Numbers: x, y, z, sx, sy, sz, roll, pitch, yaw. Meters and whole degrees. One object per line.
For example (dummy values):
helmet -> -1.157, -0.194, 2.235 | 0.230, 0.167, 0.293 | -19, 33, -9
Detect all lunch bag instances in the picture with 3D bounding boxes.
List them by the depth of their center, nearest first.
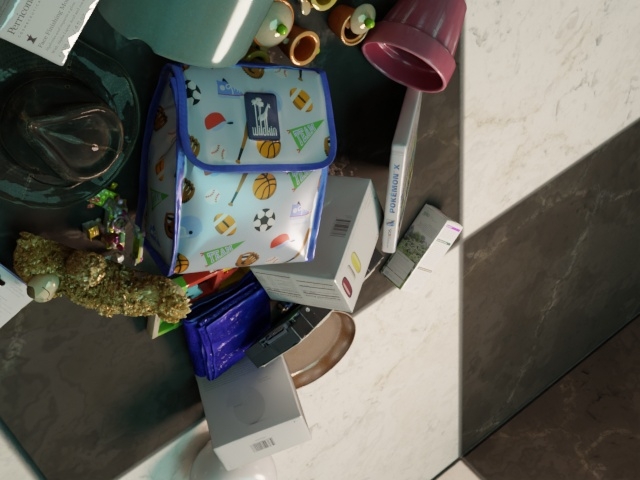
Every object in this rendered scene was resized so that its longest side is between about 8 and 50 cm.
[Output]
lunch bag -> -0.158, -0.145, 1.607 | 0.328, 0.239, 0.385 | -4, 117, -32

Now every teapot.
teapot -> -0.235, 0.606, 2.301 | 0.252, 0.187, 0.256 | 24, 132, -33

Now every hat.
hat -> -0.425, -0.175, 1.381 | 0.331, 0.134, 0.331 | -18, 124, -29

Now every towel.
towel -> -0.205, 0.205, 1.986 | 0.227, 0.076, 0.308 | -31, 155, -20

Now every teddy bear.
teddy bear -> -0.399, 0.089, 1.556 | 0.338, 0.245, 0.113 | 22, 78, -25

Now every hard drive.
hard drive -> -0.013, 0.155, 2.031 | 0.339, 0.064, 0.237 | -41, -179, -39

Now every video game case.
video game case -> 0.190, -0.187, 1.953 | 0.329, 0.036, 0.300 | -73, 168, -48

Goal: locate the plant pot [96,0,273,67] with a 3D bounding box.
plant pot -> -0.173, -0.466, 1.282 | 0.341, 0.341, 0.334 | -4, 133, -43

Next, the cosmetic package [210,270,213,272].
cosmetic package -> -0.240, 0.011, 1.800 | 0.060, 0.115, 0.041 | -25, 139, -27

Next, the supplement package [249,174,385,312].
supplement package -> 0.000, 0.000, 1.871 | 0.145, 0.204, 0.262 | 62, 42, -53

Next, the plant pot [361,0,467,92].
plant pot -> 0.214, -0.441, 1.800 | 0.201, 0.201, 0.180 | 36, 79, -54

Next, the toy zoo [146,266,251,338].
toy zoo -> -0.247, 0.108, 1.902 | 0.293, 0.030, 0.192 | -25, 157, -28

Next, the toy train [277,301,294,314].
toy train -> -0.048, 0.166, 2.209 | 0.158, 0.027, 0.036 | -6, 123, -43

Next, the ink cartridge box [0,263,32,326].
ink cartridge box -> -0.651, 0.110, 1.532 | 0.208, 0.045, 0.206 | -41, 143, -6

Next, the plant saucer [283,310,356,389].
plant saucer -> -0.048, 0.288, 2.277 | 0.310, 0.050, 0.310 | -24, 141, -21

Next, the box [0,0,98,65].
box -> -0.410, -0.381, 1.216 | 0.119, 0.182, 0.181 | 19, 109, -52

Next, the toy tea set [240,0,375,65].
toy tea set -> -0.024, -0.408, 1.629 | 0.336, 0.124, 0.200 | -28, 139, -25

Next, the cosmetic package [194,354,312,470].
cosmetic package -> -0.166, 0.408, 2.095 | 0.224, 0.224, 0.138 | -20, 141, -2

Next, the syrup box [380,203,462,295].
syrup box -> 0.280, 0.026, 2.356 | 0.096, 0.093, 0.237 | 19, 108, -51

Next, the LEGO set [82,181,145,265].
LEGO set -> -0.405, -0.036, 1.596 | 0.132, 0.107, 0.287 | -32, 141, -21
